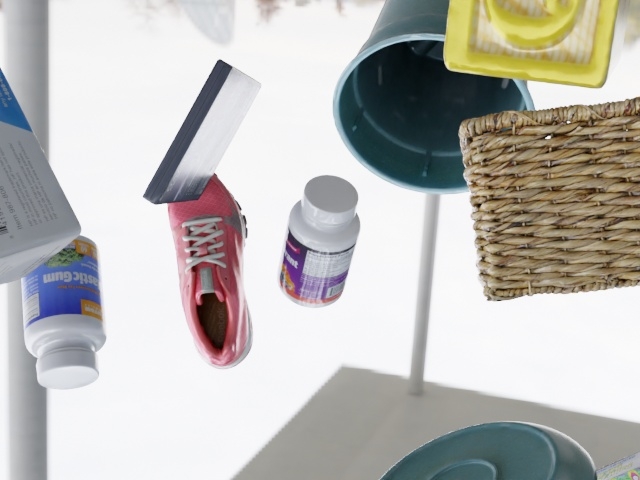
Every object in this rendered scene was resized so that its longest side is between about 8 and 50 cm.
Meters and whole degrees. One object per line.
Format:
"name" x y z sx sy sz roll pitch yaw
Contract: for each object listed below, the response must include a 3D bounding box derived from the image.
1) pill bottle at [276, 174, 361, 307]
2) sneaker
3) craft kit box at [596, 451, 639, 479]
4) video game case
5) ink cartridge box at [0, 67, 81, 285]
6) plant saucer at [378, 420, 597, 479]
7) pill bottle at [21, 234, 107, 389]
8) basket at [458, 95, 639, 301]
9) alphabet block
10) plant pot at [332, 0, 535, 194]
"pill bottle" 0.000 0.000 1.605 0.108 0.193 0.108 7 -135 -7
"sneaker" -0.157 0.038 1.603 0.116 0.313 0.136 -11 180 -1
"craft kit box" 0.431 0.397 1.395 0.247 0.250 0.061 -37 -179 38
"video game case" -0.151 -0.140 1.457 0.026 0.196 0.274 30 -175 3
"ink cartridge box" -0.525 -0.055 1.254 0.166 0.285 0.395 -32 173 42
"plant saucer" 0.174 0.310 1.318 0.318 0.043 0.317 -22 -163 7
"pill bottle" -0.483 0.136 2.058 0.152 0.152 0.272 -2 -120 -19
"basket" 0.328 -0.068 1.307 0.299 0.223 0.213 -7 -168 13
"alphabet block" 0.264 -0.295 1.276 0.192 0.193 0.197 9 -161 19
"plant pot" 0.217 -0.318 1.922 0.341 0.341 0.334 6 -133 9
